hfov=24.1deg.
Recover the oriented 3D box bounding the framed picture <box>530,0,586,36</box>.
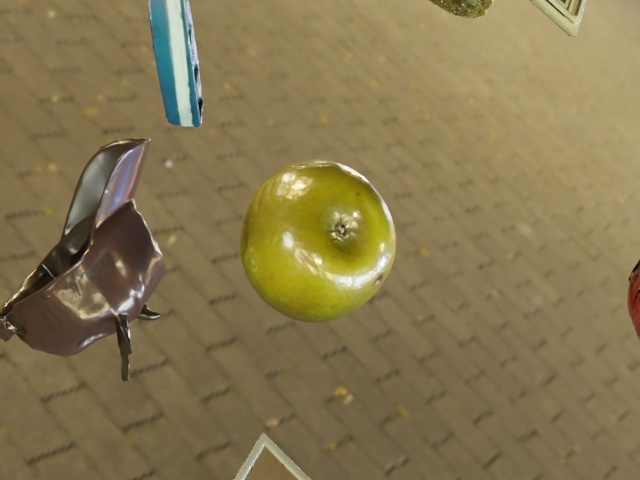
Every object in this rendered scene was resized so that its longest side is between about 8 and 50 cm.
[{"bbox_3d":[0.205,-0.365,1.496,0.232,0.019,0.296,38,47,-18],"label":"framed picture"}]

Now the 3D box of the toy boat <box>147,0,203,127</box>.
[{"bbox_3d":[-0.232,-0.309,2.391,0.062,0.299,0.096,-2,44,2],"label":"toy boat"}]

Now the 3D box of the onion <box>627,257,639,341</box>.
[{"bbox_3d":[0.323,0.068,1.138,0.184,0.147,0.184,1,33,0],"label":"onion"}]

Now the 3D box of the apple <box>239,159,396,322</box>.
[{"bbox_3d":[0.000,0.000,1.790,0.196,0.196,0.157,37,-21,-11],"label":"apple"}]

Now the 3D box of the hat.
[{"bbox_3d":[-0.271,0.036,2.032,0.209,0.336,0.238,33,-4,-17],"label":"hat"}]

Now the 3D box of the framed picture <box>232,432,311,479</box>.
[{"bbox_3d":[-0.057,0.320,1.627,0.142,0.011,0.183,46,47,-15],"label":"framed picture"}]

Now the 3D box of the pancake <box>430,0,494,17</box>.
[{"bbox_3d":[0.157,-0.297,1.725,0.108,0.108,0.017,34,58,-18],"label":"pancake"}]
